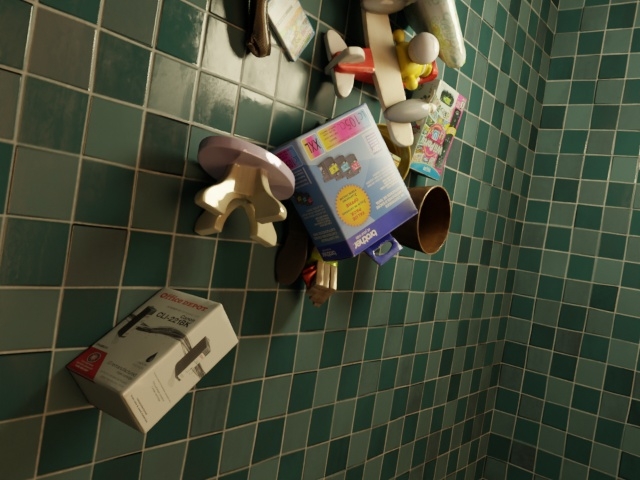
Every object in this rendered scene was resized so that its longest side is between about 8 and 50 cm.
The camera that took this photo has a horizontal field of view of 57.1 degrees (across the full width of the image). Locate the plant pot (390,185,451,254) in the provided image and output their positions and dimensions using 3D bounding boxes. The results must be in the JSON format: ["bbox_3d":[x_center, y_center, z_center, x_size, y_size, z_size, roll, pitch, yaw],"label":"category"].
[{"bbox_3d":[0.266,-0.077,1.887,0.215,0.230,0.216,-14,108,-49],"label":"plant pot"}]

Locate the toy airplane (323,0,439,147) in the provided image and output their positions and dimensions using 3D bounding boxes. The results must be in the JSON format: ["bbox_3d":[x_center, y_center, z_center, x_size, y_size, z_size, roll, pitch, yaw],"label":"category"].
[{"bbox_3d":[0.200,-0.515,1.668,0.386,0.272,0.384,46,51,-29],"label":"toy airplane"}]

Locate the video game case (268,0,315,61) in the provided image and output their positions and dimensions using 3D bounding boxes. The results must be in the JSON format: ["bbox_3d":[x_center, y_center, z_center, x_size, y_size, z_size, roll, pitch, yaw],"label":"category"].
[{"bbox_3d":[-0.080,-0.564,1.513,0.119,0.015,0.166,-60,138,-25],"label":"video game case"}]

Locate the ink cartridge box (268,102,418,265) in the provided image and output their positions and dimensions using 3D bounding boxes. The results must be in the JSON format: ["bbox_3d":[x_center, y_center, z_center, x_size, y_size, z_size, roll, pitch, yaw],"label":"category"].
[{"bbox_3d":[0.079,-0.124,1.568,0.270,0.151,0.396,-34,103,-31],"label":"ink cartridge box"}]

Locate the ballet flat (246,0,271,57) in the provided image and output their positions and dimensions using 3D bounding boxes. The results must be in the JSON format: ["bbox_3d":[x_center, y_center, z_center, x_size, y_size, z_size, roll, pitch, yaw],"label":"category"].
[{"bbox_3d":[-0.154,-0.559,1.383,0.058,0.084,0.250,-7,110,-15],"label":"ballet flat"}]

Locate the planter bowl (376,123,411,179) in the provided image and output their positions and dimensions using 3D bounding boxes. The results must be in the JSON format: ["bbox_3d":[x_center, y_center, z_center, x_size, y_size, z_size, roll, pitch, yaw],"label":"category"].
[{"bbox_3d":[0.159,-0.252,1.798,0.217,0.090,0.217,-5,108,-16],"label":"planter bowl"}]

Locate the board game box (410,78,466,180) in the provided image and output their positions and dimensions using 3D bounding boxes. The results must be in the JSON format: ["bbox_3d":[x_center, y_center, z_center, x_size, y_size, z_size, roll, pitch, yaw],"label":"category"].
[{"bbox_3d":[0.374,-0.380,2.029,0.224,0.097,0.304,11,101,-52],"label":"board game box"}]

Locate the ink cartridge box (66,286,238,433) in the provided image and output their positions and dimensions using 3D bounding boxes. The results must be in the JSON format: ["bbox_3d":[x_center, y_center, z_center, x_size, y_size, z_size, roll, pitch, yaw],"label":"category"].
[{"bbox_3d":[-0.337,0.232,1.209,0.273,0.197,0.114,-43,129,-39],"label":"ink cartridge box"}]

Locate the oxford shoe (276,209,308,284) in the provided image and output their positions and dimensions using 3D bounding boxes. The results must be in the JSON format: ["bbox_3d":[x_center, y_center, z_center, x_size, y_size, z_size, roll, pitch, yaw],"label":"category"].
[{"bbox_3d":[-0.066,0.020,1.620,0.076,0.076,0.212,-15,121,-86],"label":"oxford shoe"}]

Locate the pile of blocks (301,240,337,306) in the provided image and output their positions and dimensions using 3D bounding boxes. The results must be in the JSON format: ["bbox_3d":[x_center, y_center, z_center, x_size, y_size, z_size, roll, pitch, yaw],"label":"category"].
[{"bbox_3d":[0.000,0.000,1.683,0.112,0.149,0.362,22,70,-19],"label":"pile of blocks"}]

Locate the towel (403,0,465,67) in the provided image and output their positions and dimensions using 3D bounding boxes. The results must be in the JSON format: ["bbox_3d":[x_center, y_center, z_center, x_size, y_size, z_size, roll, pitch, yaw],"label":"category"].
[{"bbox_3d":[0.310,-0.725,1.745,0.090,0.375,0.321,-28,132,7],"label":"towel"}]

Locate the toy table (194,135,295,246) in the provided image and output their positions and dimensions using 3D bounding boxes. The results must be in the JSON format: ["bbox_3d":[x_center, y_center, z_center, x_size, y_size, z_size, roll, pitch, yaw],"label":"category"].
[{"bbox_3d":[-0.172,-0.102,1.333,0.274,0.252,0.161,26,61,-39],"label":"toy table"}]

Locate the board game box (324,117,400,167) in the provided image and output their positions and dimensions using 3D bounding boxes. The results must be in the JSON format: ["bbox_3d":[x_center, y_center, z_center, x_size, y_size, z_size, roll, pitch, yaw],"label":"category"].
[{"bbox_3d":[0.103,-0.233,1.704,0.259,0.030,0.136,24,85,-22],"label":"board game box"}]
